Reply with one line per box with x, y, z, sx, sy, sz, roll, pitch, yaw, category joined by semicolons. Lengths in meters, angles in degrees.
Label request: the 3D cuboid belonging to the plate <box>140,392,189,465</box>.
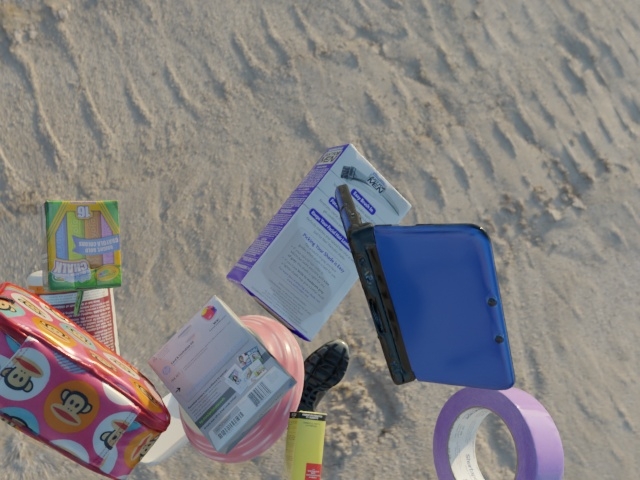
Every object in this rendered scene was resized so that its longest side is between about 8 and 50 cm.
-0.403;0.491;1.634;0.277;0.278;0.045;-34;109;-43;plate

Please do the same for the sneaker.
-0.017;0.344;1.549;0.101;0.106;0.267;33;105;-3;sneaker

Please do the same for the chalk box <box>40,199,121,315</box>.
-0.455;0.034;1.190;0.132;0.132;0.213;-3;90;-28;chalk box

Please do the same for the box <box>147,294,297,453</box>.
-0.148;0.195;0.926;0.145;0.038;0.186;-45;63;-7;box

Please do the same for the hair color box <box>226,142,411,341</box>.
0.000;0.000;1.208;0.185;0.110;0.339;43;77;-21;hair color box

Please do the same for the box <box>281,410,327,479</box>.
-0.036;0.435;1.152;0.058;0.087;0.232;11;71;-13;box

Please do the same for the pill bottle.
-0.693;0.276;1.774;0.224;0.224;0.392;-6;95;-27;pill bottle

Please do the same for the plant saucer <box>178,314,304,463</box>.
-0.195;0.316;1.386;0.084;0.332;0.332;40;55;-47;plant saucer

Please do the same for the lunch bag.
-0.356;0.186;0.866;0.293;0.258;0.120;42;78;-18;lunch bag

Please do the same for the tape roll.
0.361;0.442;1.301;0.090;0.275;0.274;12;69;-34;tape roll

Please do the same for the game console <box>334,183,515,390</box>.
0.150;0.064;0.938;0.173;0.250;0.293;-17;120;2;game console
